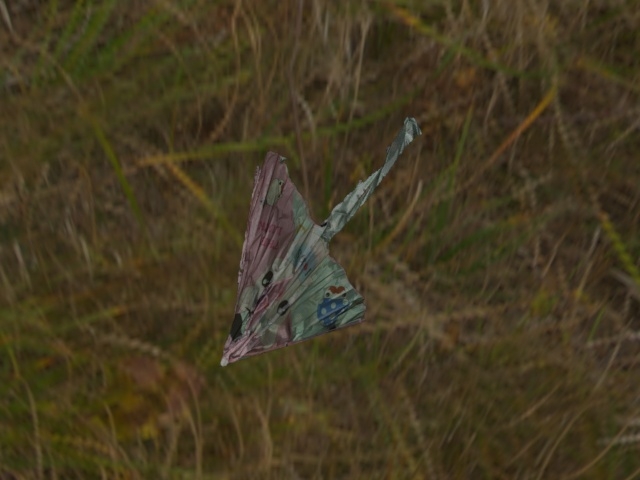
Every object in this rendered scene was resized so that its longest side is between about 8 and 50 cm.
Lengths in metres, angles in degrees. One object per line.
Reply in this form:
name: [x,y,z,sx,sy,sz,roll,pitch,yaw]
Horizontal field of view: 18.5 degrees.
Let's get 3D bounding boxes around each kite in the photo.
kite: [0.000,0.000,0.925,0.011,0.139,0.156,25,65,34]
